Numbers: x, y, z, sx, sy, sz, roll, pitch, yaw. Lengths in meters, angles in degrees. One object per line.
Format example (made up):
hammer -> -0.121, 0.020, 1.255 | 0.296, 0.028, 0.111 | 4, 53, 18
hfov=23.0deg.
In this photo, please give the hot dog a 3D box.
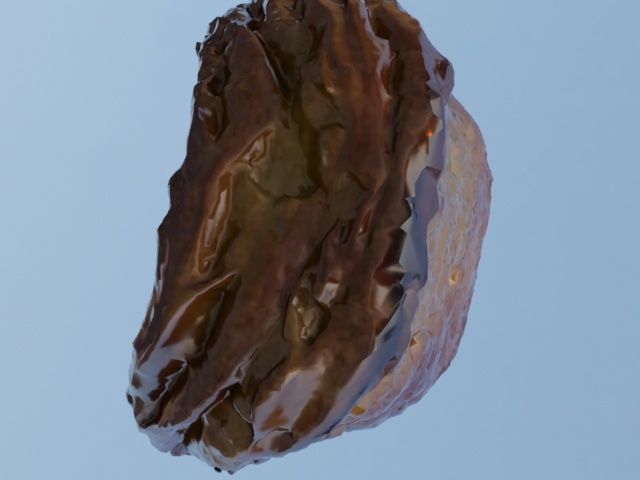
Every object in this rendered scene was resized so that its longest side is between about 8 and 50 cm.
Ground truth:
hot dog -> -0.003, -0.001, 0.585 | 0.114, 0.259, 0.175 | 13, -93, 9
